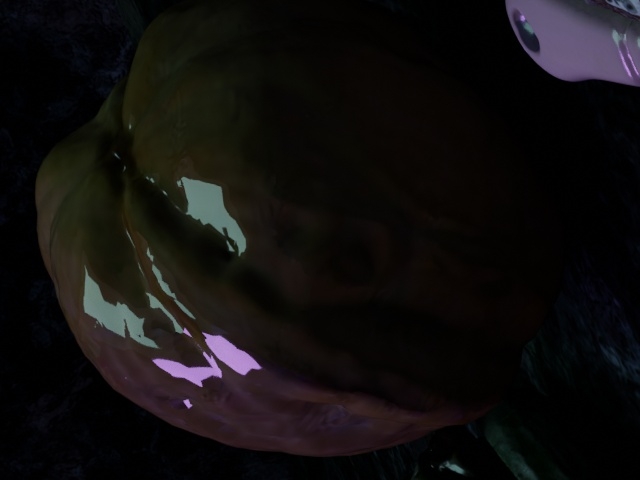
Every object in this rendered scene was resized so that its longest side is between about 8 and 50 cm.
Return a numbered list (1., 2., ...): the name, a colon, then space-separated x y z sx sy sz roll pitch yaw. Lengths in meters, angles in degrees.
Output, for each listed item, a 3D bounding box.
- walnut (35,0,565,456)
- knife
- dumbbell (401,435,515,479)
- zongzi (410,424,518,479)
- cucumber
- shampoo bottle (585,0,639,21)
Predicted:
1. walnut: -0.001 -0.002 1.075 0.344 0.306 0.306 28 -168 -31
2. knife: 0.181 -0.070 0.771 0.081 0.043 0.336 64 170 -29
3. dumbbell: 0.165 0.284 1.385 0.218 0.152 0.152 65 170 -3
4. zongzi: 0.112 0.369 1.166 0.383 0.362 0.319 44 157 9
5. cucumber: 0.187 0.170 1.226 0.115 0.063 0.244 38 -175 -35
6. shampoo bottle: 0.128 -0.149 0.782 0.236 0.067 0.068 -132 29 -61
